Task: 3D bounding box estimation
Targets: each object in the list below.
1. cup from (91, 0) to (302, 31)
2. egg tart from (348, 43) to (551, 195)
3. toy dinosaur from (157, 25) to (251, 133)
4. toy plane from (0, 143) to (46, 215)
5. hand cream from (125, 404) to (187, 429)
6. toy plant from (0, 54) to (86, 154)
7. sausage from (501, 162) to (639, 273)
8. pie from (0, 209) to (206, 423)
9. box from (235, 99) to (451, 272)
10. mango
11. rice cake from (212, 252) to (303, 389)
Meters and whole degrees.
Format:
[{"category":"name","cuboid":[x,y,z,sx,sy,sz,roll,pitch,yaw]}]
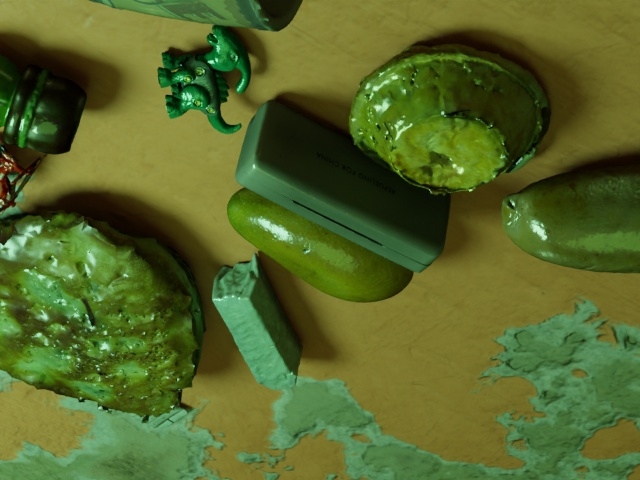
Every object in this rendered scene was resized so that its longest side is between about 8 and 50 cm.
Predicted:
[{"category":"cup","cuboid":[-0.153,-0.338,1.351,0.257,0.227,0.301,4,110,13]},{"category":"egg tart","cuboid":[0.132,-0.116,1.623,0.213,0.090,0.212,4,143,3]},{"category":"toy dinosaur","cuboid":[-0.116,-0.165,1.640,0.096,0.059,0.132,-8,128,12]},{"category":"toy plane","cuboid":[-0.369,-0.066,1.741,0.126,0.194,0.077,-45,99,-2]},{"category":"hand cream","cuboid":[-0.275,0.206,2.111,0.194,0.042,0.067,32,127,-30]},{"category":"toy plant","cuboid":[-0.338,-0.151,1.670,0.162,0.092,0.093,18,139,-9]},{"category":"sausage","cuboid":[0.439,-0.034,1.623,0.501,0.123,0.136,-8,134,21]},{"category":"pie","cuboid":[-0.289,0.085,1.924,0.288,0.103,0.354,-1,134,13]},{"category":"box","cuboid":[0.028,-0.058,1.692,0.244,0.103,0.055,26,141,-18]},{"category":"mango","cuboid":[0.000,0.000,1.773,0.228,0.099,0.136,24,162,-3]},{"category":"rice cake","cuboid":[-0.076,0.106,1.931,0.063,0.069,0.206,-7,138,19]}]
